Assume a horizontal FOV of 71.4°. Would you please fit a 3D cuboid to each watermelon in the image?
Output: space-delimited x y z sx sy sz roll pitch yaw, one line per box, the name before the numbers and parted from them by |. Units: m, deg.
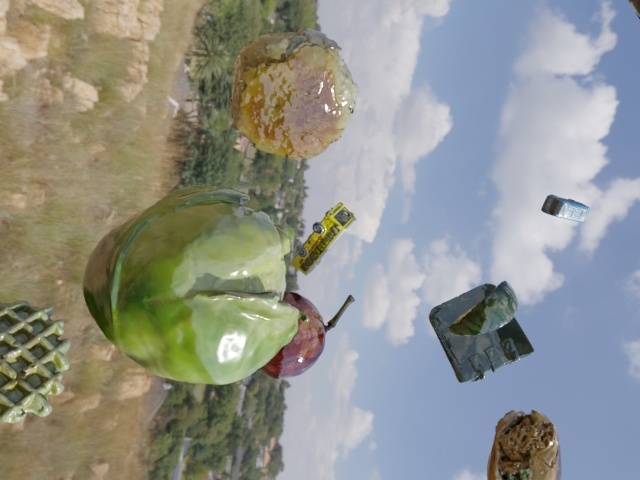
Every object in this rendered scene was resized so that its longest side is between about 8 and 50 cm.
watermelon | 0.386 0.162 1.003 0.075 0.181 0.092 50 -15 18

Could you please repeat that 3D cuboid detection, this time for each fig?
fig | -0.052 0.225 1.082 0.186 0.249 0.204 -33 -120 46

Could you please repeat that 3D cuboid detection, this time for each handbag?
handbag | 0.499 0.292 1.403 0.079 0.247 0.260 75 -8 -67

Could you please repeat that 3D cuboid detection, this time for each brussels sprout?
brussels sprout | -0.259 0.074 0.879 0.425 0.361 0.343 38 -66 41

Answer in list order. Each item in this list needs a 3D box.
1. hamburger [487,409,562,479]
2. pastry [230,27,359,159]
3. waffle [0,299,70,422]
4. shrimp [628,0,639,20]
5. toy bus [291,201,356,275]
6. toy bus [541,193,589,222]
hamburger | 0.464 0.500 1.008 0.243 0.146 0.286 -40 128 -52
pastry | -0.032 -0.164 0.516 0.081 0.153 0.153 -112 -156 -53
waffle | -0.701 0.243 0.945 0.056 0.309 0.292 -45 -134 34
shrimp | 0.496 -0.332 0.595 0.046 0.219 0.152 -44 -159 -12
toy bus | 0.000 0.000 1.145 0.081 0.074 0.226 -42 173 -47
toy bus | 0.473 -0.061 0.861 0.046 0.083 0.038 -125 -132 -61
